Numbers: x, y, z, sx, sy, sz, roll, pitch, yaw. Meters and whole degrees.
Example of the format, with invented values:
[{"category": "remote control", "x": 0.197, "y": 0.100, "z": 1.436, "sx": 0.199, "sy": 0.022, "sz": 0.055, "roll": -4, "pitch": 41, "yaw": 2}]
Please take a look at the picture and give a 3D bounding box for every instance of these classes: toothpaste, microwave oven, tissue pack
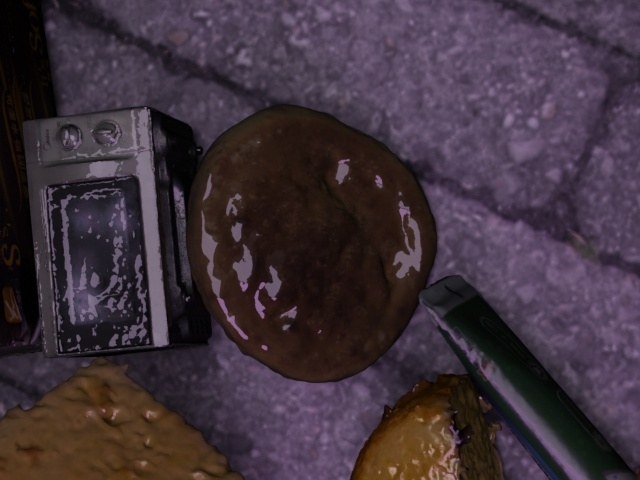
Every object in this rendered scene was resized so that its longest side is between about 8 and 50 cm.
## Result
[{"category": "toothpaste", "x": 0.218, "y": 0.189, "z": 1.644, "sx": 0.061, "sy": 0.098, "sz": 0.392, "roll": -42, "pitch": 82, "yaw": 24}, {"category": "microwave oven", "x": -0.167, "y": -0.004, "z": 1.691, "sx": 0.129, "sy": 0.163, "sz": 0.205, "roll": -6, "pitch": 87, "yaw": 13}, {"category": "tissue pack", "x": -0.346, "y": -0.073, "z": 1.716, "sx": 0.198, "sy": 0.210, "sz": 0.370, "roll": -10, "pitch": 86, "yaw": 19}]

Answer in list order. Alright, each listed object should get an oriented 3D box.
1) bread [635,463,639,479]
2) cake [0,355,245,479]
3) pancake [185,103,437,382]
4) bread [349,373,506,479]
[{"category": "bread", "x": 0.432, "y": 0.111, "z": 1.454, "sx": 0.279, "sy": 0.390, "sz": 0.371, "roll": 32, "pitch": 92, "yaw": 16}, {"category": "cake", "x": -0.189, "y": 0.288, "z": 1.633, "sx": 0.227, "sy": 0.286, "sz": 0.222, "roll": 38, "pitch": 57, "yaw": 21}, {"category": "pancake", "x": 0.000, "y": 0.000, "z": 1.663, "sx": 0.241, "sy": 0.050, "sz": 0.242, "roll": 1, "pitch": 88, "yaw": -25}, {"category": "bread", "x": 0.092, "y": 0.249, "z": 1.630, "sx": 0.147, "sy": 0.160, "sz": 0.261, "roll": -13, "pitch": 91, "yaw": 17}]
